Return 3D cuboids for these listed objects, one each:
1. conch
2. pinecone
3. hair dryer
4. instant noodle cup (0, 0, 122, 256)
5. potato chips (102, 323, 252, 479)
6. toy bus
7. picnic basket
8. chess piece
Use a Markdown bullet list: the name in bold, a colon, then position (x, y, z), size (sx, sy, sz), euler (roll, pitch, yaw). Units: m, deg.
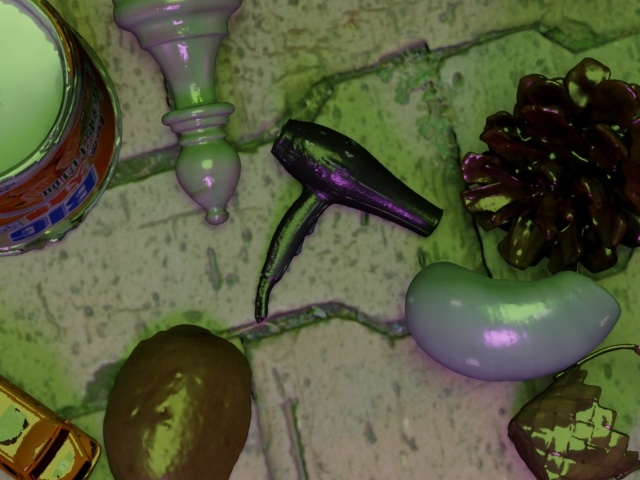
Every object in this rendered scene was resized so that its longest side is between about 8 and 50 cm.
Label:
- **conch**: position (0.195, 0.084, 1.940), size (0.221, 0.185, 0.121), euler (4, 96, 27)
- **pinecone**: position (0.256, -0.067, 1.961), size (0.202, 0.201, 0.228), euler (30, 110, 28)
- **hair dryer**: position (0.000, 0.000, 2.013), size (0.195, 0.075, 0.219), euler (31, 90, -6)
- **instant noodle cup**: position (-0.354, -0.141, 1.935), size (0.296, 0.214, 0.296), euler (0, 80, -2)
- **potato chips**: position (-0.148, 0.184, 1.968), size (0.150, 0.049, 0.201), euler (22, 73, -4)
- **toy bus**: position (-0.321, 0.189, 1.937), size (0.194, 0.088, 0.083), euler (34, 79, 4)
- **picnic basket**: position (0.287, 0.183, 1.941), size (0.178, 0.138, 0.128), euler (-35, 82, -2)
- **chess piece**: position (-0.134, -0.150, 2.005), size (0.139, 0.139, 0.271), euler (-10, 92, -4)
